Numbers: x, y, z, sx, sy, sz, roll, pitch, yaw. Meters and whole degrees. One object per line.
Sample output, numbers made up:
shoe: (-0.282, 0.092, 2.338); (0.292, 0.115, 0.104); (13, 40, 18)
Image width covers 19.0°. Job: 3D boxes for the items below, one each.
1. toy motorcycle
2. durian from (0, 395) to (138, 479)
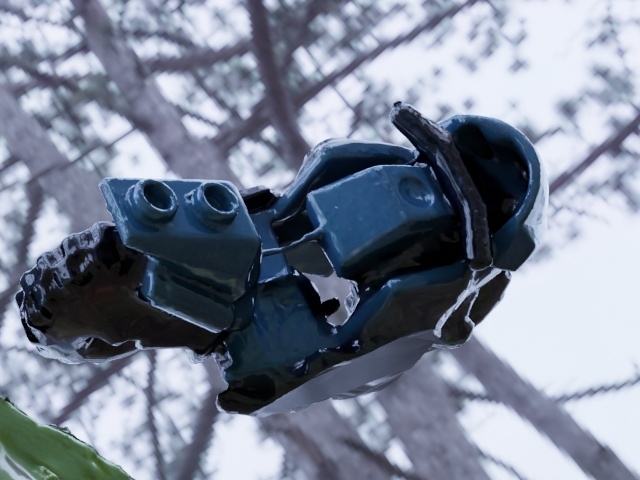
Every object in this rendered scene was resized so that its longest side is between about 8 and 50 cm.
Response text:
toy motorcycle: (0.000, 0.000, 1.312); (0.416, 0.172, 0.232); (3, -39, -39)
durian: (-0.127, 0.167, 0.922); (0.106, 0.132, 0.375); (-28, -59, 28)
